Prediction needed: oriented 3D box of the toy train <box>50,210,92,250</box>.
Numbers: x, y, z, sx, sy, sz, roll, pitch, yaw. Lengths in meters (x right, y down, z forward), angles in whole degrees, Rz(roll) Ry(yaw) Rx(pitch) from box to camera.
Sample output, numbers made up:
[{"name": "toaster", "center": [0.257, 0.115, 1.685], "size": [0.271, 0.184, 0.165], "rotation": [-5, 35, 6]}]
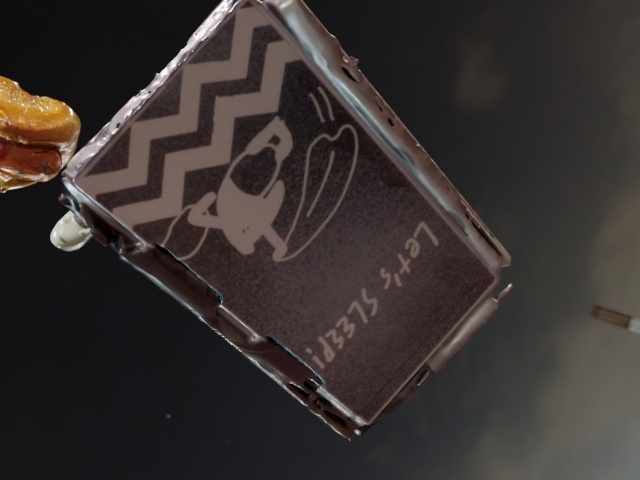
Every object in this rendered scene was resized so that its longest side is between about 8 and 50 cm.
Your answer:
[{"name": "toy train", "center": [-0.338, -0.052, 1.271], "size": [0.051, 0.052, 0.234], "rotation": [-50, 6, 26]}]

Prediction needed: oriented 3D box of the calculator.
[{"name": "calculator", "center": [0.000, 0.000, 0.484], "size": [0.166, 0.028, 0.274], "rotation": [-46, -58, -2]}]

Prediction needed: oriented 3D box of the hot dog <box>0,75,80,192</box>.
[{"name": "hot dog", "center": [-0.506, -0.165, 1.259], "size": [0.150, 0.257, 0.153], "rotation": [-52, 22, 42]}]
